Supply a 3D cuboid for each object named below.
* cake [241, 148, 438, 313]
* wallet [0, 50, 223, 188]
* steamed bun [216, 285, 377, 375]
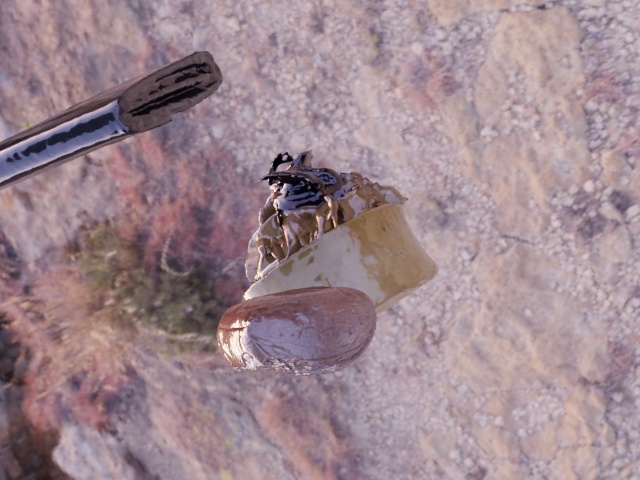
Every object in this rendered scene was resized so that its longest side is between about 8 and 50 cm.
[{"bbox_3d":[-0.008,0.004,1.517,0.332,0.332,0.321,-41,77,44],"label":"cake"},{"bbox_3d":[-0.327,-0.118,1.110,0.406,0.228,0.062,-18,107,30],"label":"wallet"},{"bbox_3d":[-0.025,0.110,1.056,0.145,0.175,0.106,-9,88,62],"label":"steamed bun"}]
